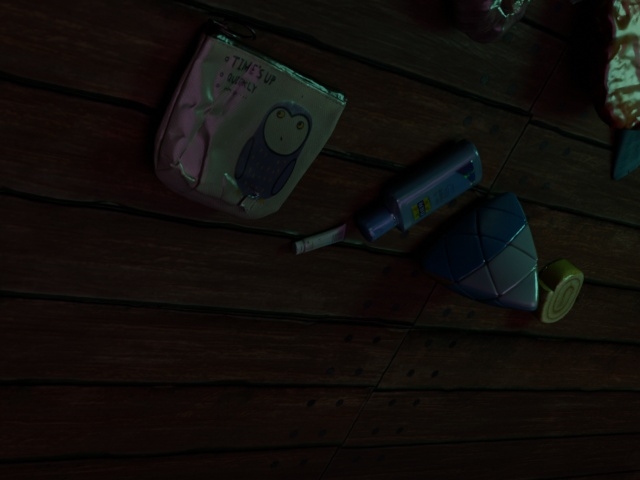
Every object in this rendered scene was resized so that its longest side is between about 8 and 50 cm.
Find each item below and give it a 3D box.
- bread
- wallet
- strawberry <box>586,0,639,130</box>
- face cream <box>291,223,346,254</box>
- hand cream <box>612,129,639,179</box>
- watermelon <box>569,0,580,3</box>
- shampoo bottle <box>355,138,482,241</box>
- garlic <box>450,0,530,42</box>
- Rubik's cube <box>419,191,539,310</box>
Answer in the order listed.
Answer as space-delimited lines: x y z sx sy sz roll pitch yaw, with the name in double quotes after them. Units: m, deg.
0.540 0.122 2.276 0.122 0.073 0.149 -10 128 -31 "bread"
-0.110 -0.170 1.504 0.335 0.068 0.274 20 106 -48 "wallet"
0.594 -0.369 1.877 0.265 0.149 0.336 -36 129 0 "strawberry"
0.000 0.000 1.771 0.115 0.020 0.038 -18 131 -30 "face cream"
0.670 -0.221 2.133 0.083 0.048 0.224 -32 144 -14 "hand cream"
0.578 -0.546 1.641 0.250 0.293 0.283 -59 152 -32 "watermelon"
0.181 -0.083 1.821 0.258 0.061 0.103 -33 138 -13 "shampoo bottle"
0.280 -0.397 1.613 0.147 0.102 0.159 -20 133 -25 "garlic"
0.319 0.068 1.943 0.255 0.254 0.254 -22 134 -25 "Rubik's cube"
